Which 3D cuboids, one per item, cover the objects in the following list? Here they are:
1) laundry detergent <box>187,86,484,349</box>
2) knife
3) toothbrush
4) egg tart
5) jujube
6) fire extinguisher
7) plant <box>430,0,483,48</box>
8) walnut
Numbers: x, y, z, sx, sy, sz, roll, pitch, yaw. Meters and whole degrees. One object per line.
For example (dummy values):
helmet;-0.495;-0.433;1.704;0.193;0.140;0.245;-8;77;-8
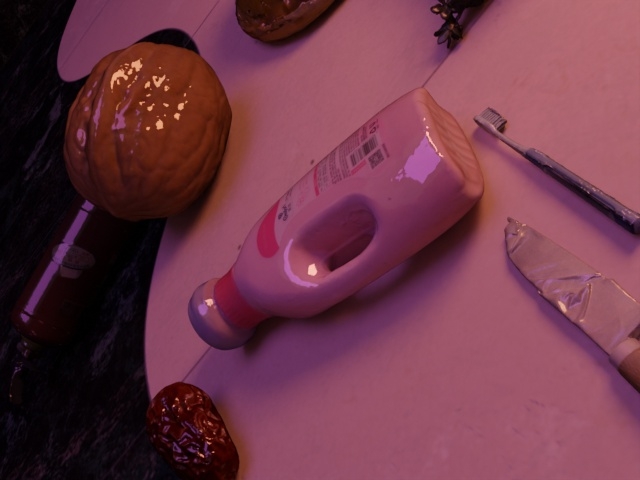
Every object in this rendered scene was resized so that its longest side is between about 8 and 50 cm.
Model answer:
laundry detergent;0.000;0.000;0.714;0.335;0.087;0.159;-38;41;26
knife;0.204;0.060;0.492;0.047;0.017;0.298;-48;33;10
toothbrush;0.190;-0.064;0.599;0.019;0.016;0.219;-43;37;6
egg tart;-0.038;-0.463;1.058;0.345;0.132;0.346;-32;42;34
jujube;-0.128;0.201;0.734;0.129;0.077;0.077;36;93;43
fire extinguisher;-0.381;0.076;1.087;0.138;0.102;0.344;20;80;52
plant;0.144;-0.254;0.760;0.051;0.051;0.102;33;96;54
walnut;-0.237;-0.146;1.000;0.224;0.225;0.261;-9;57;46
